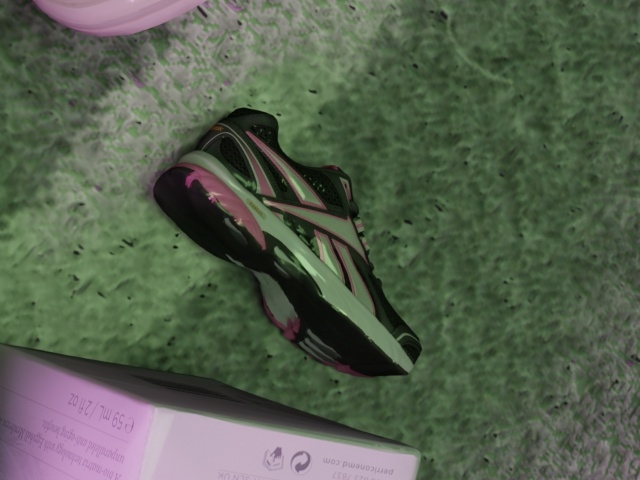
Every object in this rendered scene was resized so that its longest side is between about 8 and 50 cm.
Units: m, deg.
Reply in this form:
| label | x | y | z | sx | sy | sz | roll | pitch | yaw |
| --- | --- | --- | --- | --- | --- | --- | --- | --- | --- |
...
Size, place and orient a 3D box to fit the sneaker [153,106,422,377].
| label | x | y | z | sx | sy | sz | roll | pitch | yaw |
| --- | --- | --- | --- | --- | --- | --- | --- | --- | --- |
| sneaker | 0.000 | 0.000 | 0.990 | 0.178 | 0.072 | 0.077 | 48 | 62 | -28 |

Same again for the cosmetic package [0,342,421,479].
| label | x | y | z | sx | sy | sz | roll | pitch | yaw |
| --- | --- | --- | --- | --- | --- | --- | --- | --- | --- |
| cosmetic package | -0.087 | 0.177 | 0.868 | 0.138 | 0.224 | 0.224 | 12 | 88 | -28 |

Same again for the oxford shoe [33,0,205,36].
| label | x | y | z | sx | sy | sz | roll | pitch | yaw |
| --- | --- | --- | --- | --- | --- | --- | --- | --- | --- |
| oxford shoe | 0.039 | -0.242 | 0.953 | 0.449 | 0.169 | 0.130 | -44 | 147 | -16 |
